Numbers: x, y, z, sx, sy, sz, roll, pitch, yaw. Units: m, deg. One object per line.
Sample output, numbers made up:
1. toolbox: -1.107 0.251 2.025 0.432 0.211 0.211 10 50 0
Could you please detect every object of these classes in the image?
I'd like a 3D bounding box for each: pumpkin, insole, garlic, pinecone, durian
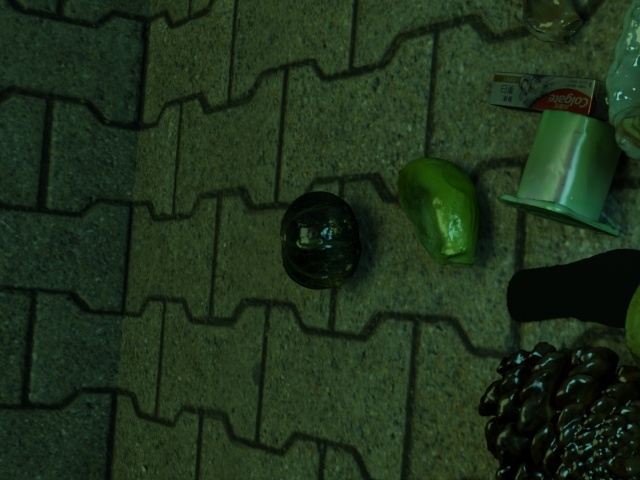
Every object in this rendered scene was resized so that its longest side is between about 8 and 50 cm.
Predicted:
1. pumpkin: -0.001 0.000 1.995 0.190 0.146 0.190 -5 -90 -89
2. insole: 0.371 0.071 1.534 0.322 0.007 0.109 -11 73 57
3. garlic: 0.337 -0.353 1.620 0.084 0.066 0.152 -19 70 25
4. pinecone: 0.322 0.248 1.399 0.309 0.244 0.244 -129 52 -68
5. durian: 0.183 -0.058 1.762 0.139 0.101 0.250 -61 39 32

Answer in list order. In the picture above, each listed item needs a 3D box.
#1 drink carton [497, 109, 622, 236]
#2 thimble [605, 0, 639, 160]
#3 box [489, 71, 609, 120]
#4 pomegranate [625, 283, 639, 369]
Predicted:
1. drink carton: 0.339 -0.097 1.502 0.144 0.146 0.142 17 91 57
2. thimble: 0.450 -0.216 1.255 0.254 0.167 0.288 -100 25 -70
3. box: 0.334 -0.213 1.612 0.218 0.040 0.055 21 101 57
4. pomegranate: 0.468 0.091 1.260 0.190 0.159 0.241 -21 39 46
